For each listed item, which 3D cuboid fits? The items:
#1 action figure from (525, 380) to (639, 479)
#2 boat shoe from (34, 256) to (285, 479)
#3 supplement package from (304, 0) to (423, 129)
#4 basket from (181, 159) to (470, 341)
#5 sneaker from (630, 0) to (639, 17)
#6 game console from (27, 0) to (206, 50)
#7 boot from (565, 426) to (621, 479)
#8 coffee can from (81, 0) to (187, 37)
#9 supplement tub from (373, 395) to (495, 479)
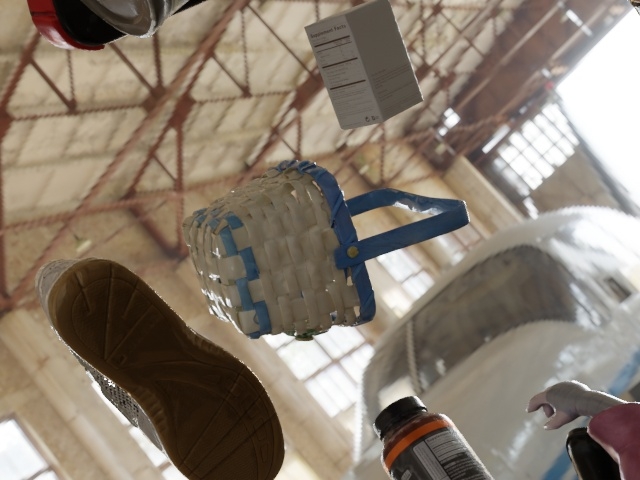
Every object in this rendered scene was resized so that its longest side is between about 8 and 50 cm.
[{"bbox_3d":[0.234,0.237,0.667,0.370,0.275,0.248,16,-93,-51],"label":"action figure"},{"bbox_3d":[-0.130,0.110,0.872,0.098,0.277,0.096,-46,31,-18],"label":"boat shoe"},{"bbox_3d":[0.070,-0.282,1.680,0.105,0.179,0.105,-30,16,-37],"label":"supplement package"},{"bbox_3d":[0.000,0.000,1.232,0.288,0.201,0.254,-23,12,-15],"label":"basket"},{"bbox_3d":[0.291,-0.290,0.856,0.126,0.127,0.321,-32,30,35],"label":"sneaker"},{"bbox_3d":[-0.199,-0.430,1.231,0.386,0.060,0.342,-34,-51,-35],"label":"game console"},{"bbox_3d":[0.230,0.227,0.858,0.045,0.121,0.099,-13,32,30],"label":"boot"},{"bbox_3d":[-0.114,-0.340,0.914,0.275,0.201,0.201,-44,-10,-17],"label":"coffee can"},{"bbox_3d":[0.143,0.285,1.279,0.106,0.198,0.106,-23,-37,-19],"label":"supplement tub"}]
